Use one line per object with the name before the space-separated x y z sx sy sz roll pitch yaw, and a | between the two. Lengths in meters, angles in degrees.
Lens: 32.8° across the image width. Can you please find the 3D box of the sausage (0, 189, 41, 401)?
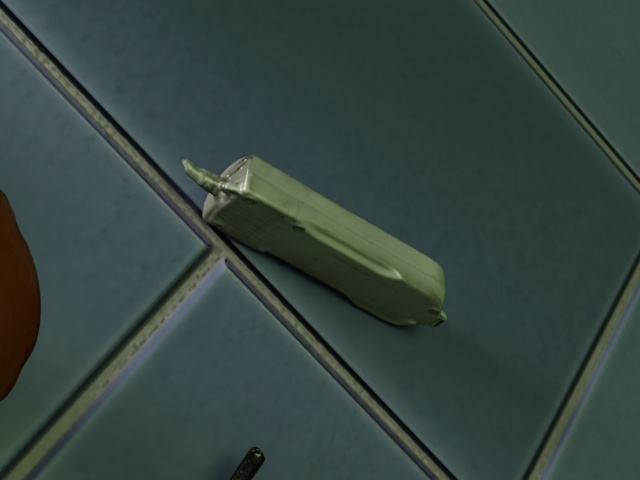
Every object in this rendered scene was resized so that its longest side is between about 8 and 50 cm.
sausage | -0.208 0.060 0.407 0.133 0.133 0.258 54 44 -4

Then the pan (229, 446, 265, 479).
pan | -0.065 0.150 0.541 0.068 0.023 0.115 46 54 -9

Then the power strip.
power strip | 0.000 0.000 0.638 0.191 0.047 0.030 30 52 -23
